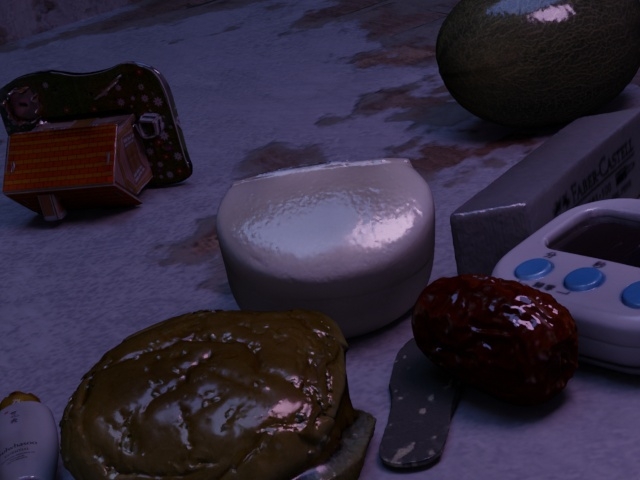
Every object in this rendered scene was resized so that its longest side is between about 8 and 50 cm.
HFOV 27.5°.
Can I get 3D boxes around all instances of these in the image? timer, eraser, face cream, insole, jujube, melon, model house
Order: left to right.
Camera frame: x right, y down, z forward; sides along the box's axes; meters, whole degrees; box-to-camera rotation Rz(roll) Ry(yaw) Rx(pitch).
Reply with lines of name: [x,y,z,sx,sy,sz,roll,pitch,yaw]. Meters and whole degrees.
face cream: [-0.300,0.211,1.320,0.072,0.051,0.182,-19,23,-7]
model house: [-0.368,-0.138,1.962,0.294,0.207,0.154,-4,28,20]
insole: [0.103,0.154,1.301,0.081,0.011,0.248,-7,23,15]
jujube: [0.165,0.091,1.272,0.176,0.112,0.109,20,-4,41]
melon: [0.318,-0.284,1.909,0.301,0.237,0.237,-14,23,-1]
eraser: [0.282,-0.048,1.547,0.077,0.111,0.352,10,32,38]
timer: [0.322,0.044,1.348,0.237,0.087,0.262,-30,30,-35]

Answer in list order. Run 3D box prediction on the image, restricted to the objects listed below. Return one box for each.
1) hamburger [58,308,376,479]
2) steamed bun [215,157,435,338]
hamburger: [-0.098,0.160,1.234,0.284,0.134,0.265,-7,22,17]
steamed bun: [0.010,0.014,1.452,0.241,0.146,0.164,-7,52,2]
